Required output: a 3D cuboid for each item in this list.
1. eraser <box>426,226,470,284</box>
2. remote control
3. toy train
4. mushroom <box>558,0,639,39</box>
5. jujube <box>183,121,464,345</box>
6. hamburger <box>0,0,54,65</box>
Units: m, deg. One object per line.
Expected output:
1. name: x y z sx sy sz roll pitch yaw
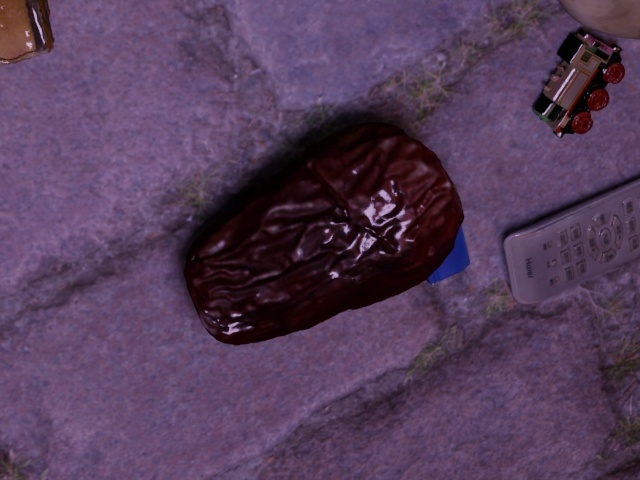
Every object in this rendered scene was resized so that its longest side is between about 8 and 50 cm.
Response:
1. eraser: 0.156 0.008 2.062 0.063 0.027 0.085 -25 126 -12
2. remote control: 0.384 -0.019 2.142 0.313 0.055 0.109 -23 119 -17
3. toy train: 0.324 -0.197 2.010 0.087 0.050 0.138 23 108 -29
4. mushroom: 0.389 -0.394 1.787 0.315 0.315 0.356 -19 168 -15
5. jujube: 0.000 0.000 1.889 0.342 0.216 0.216 -31 127 3
6. hamburger: -0.384 -0.245 1.617 0.207 0.135 0.155 -15 108 0
